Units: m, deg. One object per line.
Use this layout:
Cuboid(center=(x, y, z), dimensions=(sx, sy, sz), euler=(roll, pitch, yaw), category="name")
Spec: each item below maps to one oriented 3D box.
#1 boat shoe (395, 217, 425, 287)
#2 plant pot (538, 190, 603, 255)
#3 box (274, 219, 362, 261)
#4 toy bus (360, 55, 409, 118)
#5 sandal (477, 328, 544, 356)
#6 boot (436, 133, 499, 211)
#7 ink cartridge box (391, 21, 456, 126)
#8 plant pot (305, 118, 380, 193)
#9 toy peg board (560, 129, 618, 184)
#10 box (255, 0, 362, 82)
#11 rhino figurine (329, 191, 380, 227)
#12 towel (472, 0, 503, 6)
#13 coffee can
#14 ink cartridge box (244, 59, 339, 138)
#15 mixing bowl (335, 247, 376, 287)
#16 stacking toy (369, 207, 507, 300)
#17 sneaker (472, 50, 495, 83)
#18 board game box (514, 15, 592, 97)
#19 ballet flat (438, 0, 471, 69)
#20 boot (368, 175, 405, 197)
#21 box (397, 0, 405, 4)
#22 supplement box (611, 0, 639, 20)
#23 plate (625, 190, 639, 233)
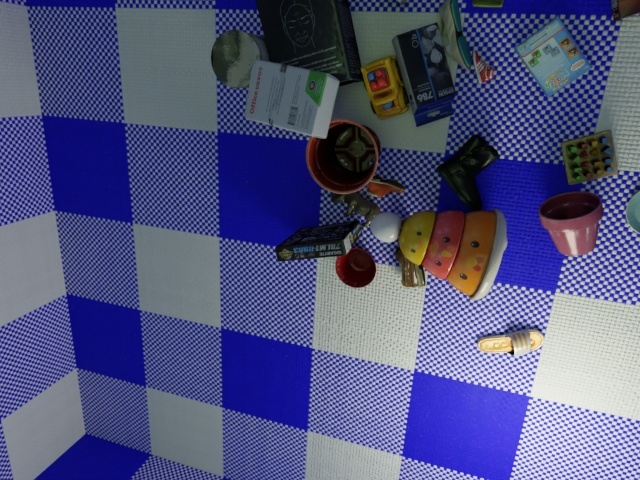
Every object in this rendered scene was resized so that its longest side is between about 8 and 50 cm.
Cuboid(center=(0.359, 0.060, 1.918), dimensions=(0.104, 0.111, 0.307), euler=(-9, 104, 19), category="boat shoe")
Cuboid(center=(0.913, -0.053, 1.667), dimensions=(0.201, 0.201, 0.180), euler=(-14, 118, 22), category="plant pot")
Cuboid(center=(0.000, 0.000, 1.917), dimensions=(0.295, 0.293, 0.073), euler=(-7, 103, 20), category="box")
Cuboid(center=(0.234, -0.563, 1.704), dimensions=(0.149, 0.211, 0.220), euler=(-13, 104, 20), category="toy bus")
Cuboid(center=(0.793, 0.442, 1.918), dimensions=(0.265, 0.076, 0.102), euler=(-14, 102, 22), category="sandal")
Cuboid(center=(0.593, -0.254, 1.747), dimensions=(0.207, 0.094, 0.246), euler=(-40, 86, 29), category="boot")
Cuboid(center=(0.389, -0.602, 1.686), dimensions=(0.165, 0.065, 0.333), euler=(-21, 102, -6), category="ink cartridge box")
Cuboid(center=(0.112, -0.340, 1.785), dimensions=(0.272, 0.265, 0.273), euler=(5, 108, 16), category="plant pot")
Cuboid(center=(0.956, -0.287, 1.627), dimensions=(0.160, 0.079, 0.161), euler=(-12, 103, 22), category="toy peg board")
Cuboid(center=(-0.035, -0.764, 1.725), dimensions=(0.293, 0.212, 0.396), euler=(-8, 105, 21), category="box")
Cuboid(center=(0.144, -0.149, 1.943), dimensions=(0.243, 0.073, 0.106), euler=(32, 118, 8), category="rhino figurine")
Cuboid(center=(0.591, -0.928, 1.570), dimensions=(0.102, 0.021, 0.237), euler=(9, 110, 14), category="towel")
Cuboid(center=(-0.268, -0.695, 1.789), dimensions=(0.201, 0.275, 0.202), euler=(5, 108, 16), category="coffee can")
Cuboid(center=(-0.104, -0.498, 1.622), dimensions=(0.289, 0.121, 0.211), euler=(20, 106, 22), category="ink cartridge box")
Cuboid(center=(0.162, 0.104, 2.004), dimensions=(0.181, 0.098, 0.182), euler=(5, 109, 16), category="mixing bowl")
Cuboid(center=(0.417, 0.006, 1.732), dimensions=(0.479, 0.350, 0.351), euler=(14, 111, 8), category="stacking toy")
Cuboid(center=(0.588, -0.632, 1.655), dimensions=(0.067, 0.042, 0.118), euler=(-13, 110, 26), category="sneaker")
Cuboid(center=(0.800, -0.630, 1.588), dimensions=(0.160, 0.039, 0.211), euler=(-34, 94, 25), category="board game box")
Cuboid(center=(0.476, -0.729, 1.650), dimensions=(0.086, 0.086, 0.249), euler=(-12, 102, 21), category="ballet flat")
Cuboid(center=(0.270, -0.209, 1.894), dimensions=(0.157, 0.059, 0.085), euler=(18, 115, 21), category="boot")
Cuboid(center=(0.280, -0.916, 1.639), dimensions=(0.101, 0.087, 0.102), euler=(39, 114, 3), category="box")
Cuboid(center=(0.983, -0.837, 1.443), dimensions=(0.130, 0.073, 0.239), euler=(-13, 104, 21), category="supplement box")
Cuboid(center=(1.192, -0.107, 1.638), dimensions=(0.188, 0.024, 0.188), euler=(6, 110, 17), category="plate")
